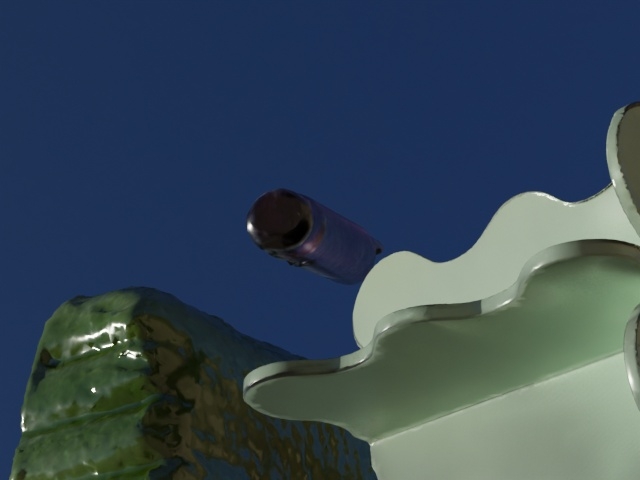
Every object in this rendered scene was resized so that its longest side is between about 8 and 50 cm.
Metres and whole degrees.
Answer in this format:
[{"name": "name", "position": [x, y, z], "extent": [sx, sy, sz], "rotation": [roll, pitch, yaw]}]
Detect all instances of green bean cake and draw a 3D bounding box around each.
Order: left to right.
[{"name": "green bean cake", "position": [-0.064, 0.151, 1.018], "extent": [0.125, 0.222, 0.248], "rotation": [-15, -36, 25]}]

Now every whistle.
[{"name": "whistle", "position": [0.000, 0.000, 0.899], "extent": [0.033, 0.033, 0.176], "rotation": [-52, -15, 3]}]

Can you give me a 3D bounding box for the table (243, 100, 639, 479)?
[{"name": "table", "position": [0.085, 0.056, 0.741], "extent": [0.166, 0.166, 0.198], "rotation": [31, -40, -34]}]
